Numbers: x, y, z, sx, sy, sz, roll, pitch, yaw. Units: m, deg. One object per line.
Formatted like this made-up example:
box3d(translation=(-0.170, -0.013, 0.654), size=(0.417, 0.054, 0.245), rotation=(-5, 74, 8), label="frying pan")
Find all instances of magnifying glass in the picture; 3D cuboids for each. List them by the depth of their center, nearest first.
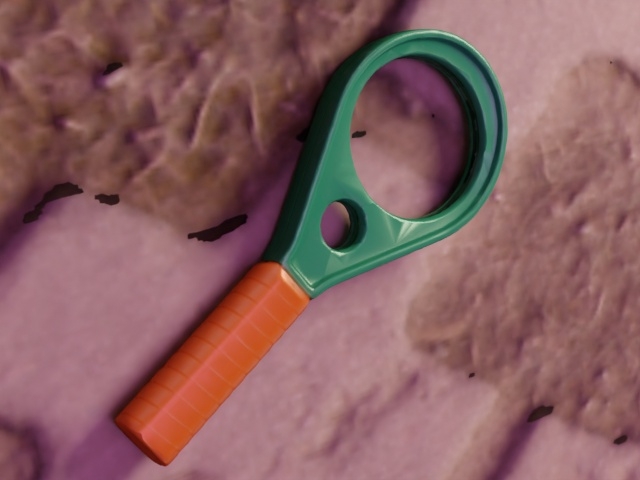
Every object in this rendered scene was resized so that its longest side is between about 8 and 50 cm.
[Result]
box3d(translation=(0.000, 0.000, 0.533), size=(0.231, 0.026, 0.092), rotation=(-49, 115, -21), label="magnifying glass")
